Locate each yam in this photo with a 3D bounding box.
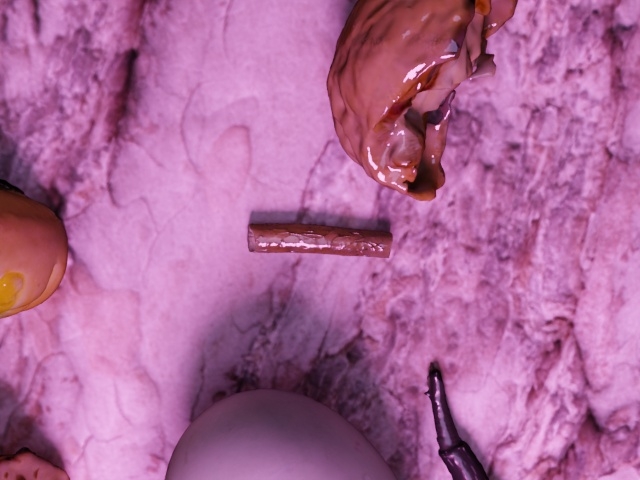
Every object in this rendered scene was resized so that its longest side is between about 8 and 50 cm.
[{"bbox_3d":[0.000,0.000,1.020,0.145,0.032,0.032,3,98,-8],"label":"yam"}]

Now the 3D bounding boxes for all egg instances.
[{"bbox_3d":[-0.011,0.312,0.963,0.229,0.230,0.371,-26,101,-2],"label":"egg"}]

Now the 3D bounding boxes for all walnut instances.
[{"bbox_3d":[0.082,-0.169,0.926,0.141,0.204,0.238,24,89,13],"label":"walnut"}]

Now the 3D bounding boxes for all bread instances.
[{"bbox_3d":[-0.367,0.009,0.919,0.260,0.156,0.158,15,95,-7],"label":"bread"}]

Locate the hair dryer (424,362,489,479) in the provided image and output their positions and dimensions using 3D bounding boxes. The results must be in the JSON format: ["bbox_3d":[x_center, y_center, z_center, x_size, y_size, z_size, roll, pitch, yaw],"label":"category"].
[{"bbox_3d":[0.206,0.285,1.061,0.303,0.120,0.360,-20,91,-11],"label":"hair dryer"}]

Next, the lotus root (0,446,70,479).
[{"bbox_3d":[-0.343,0.303,0.980,0.179,0.199,0.188,-6,59,24],"label":"lotus root"}]
